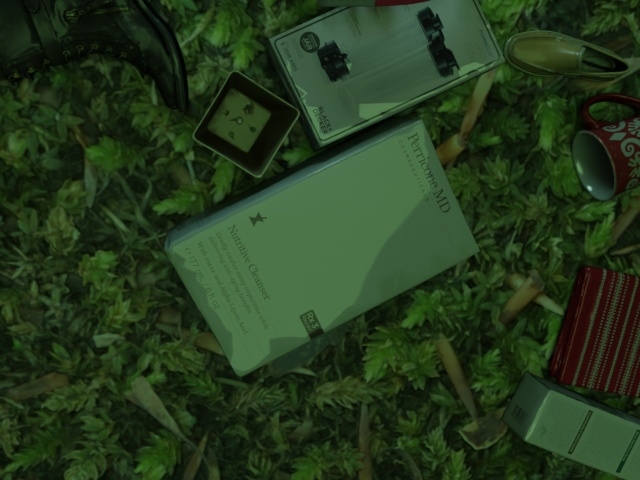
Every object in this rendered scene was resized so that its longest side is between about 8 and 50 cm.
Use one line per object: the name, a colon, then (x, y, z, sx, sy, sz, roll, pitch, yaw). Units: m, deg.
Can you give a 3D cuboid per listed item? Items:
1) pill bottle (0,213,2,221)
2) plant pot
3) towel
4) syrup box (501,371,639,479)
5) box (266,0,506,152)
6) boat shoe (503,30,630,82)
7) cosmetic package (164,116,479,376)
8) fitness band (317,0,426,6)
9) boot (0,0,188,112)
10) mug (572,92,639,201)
pill bottle: (-0.483, -0.065, 1.202, 0.065, 0.065, 0.116, -25, 105, -5)
plant pot: (-0.107, -0.164, 1.240, 0.109, 0.096, 0.109, 31, 94, -14)
towel: (0.520, 0.158, 1.461, 0.275, 0.031, 0.198, 12, 96, -15)
syrup box: (0.426, 0.304, 1.437, 0.237, 0.093, 0.096, 24, 95, -15)
box: (0.090, -0.258, 1.250, 0.290, 0.087, 0.169, -27, 92, -5)
boat shoe: (0.369, -0.274, 1.325, 0.190, 0.072, 0.068, 4, 100, -12)
cosmetic package: (0.000, 0.000, 1.263, 0.385, 0.156, 0.217, -29, 103, -4)
fitness band: (0.064, -0.405, 1.188, 0.291, 0.054, 0.208, -3, 61, -6)
boot: (-0.316, -0.260, 1.197, 0.229, 0.091, 0.262, -23, 100, 0)
mug: (0.482, -0.156, 1.353, 0.169, 0.113, 0.150, -20, 106, -10)
